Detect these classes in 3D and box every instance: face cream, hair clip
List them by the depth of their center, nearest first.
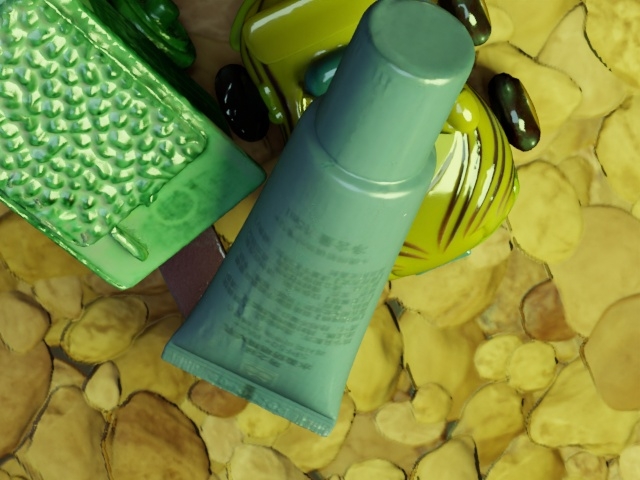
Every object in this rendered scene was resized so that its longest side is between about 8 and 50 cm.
[{"bbox_3d":[0.000,0.000,1.062,0.136,0.086,0.385,26,139,0],"label":"face cream"},{"bbox_3d":[-0.076,0.048,1.247,0.054,0.022,0.137,-25,105,15],"label":"hair clip"}]

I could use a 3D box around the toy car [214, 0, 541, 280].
[{"bbox_3d":[0.037,-0.082,1.131,0.200,0.142,0.248,-26,105,12],"label":"toy car"}]

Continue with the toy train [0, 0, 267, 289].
[{"bbox_3d":[-0.174,-0.116,1.088,0.145,0.202,0.266,-38,131,13],"label":"toy train"}]
